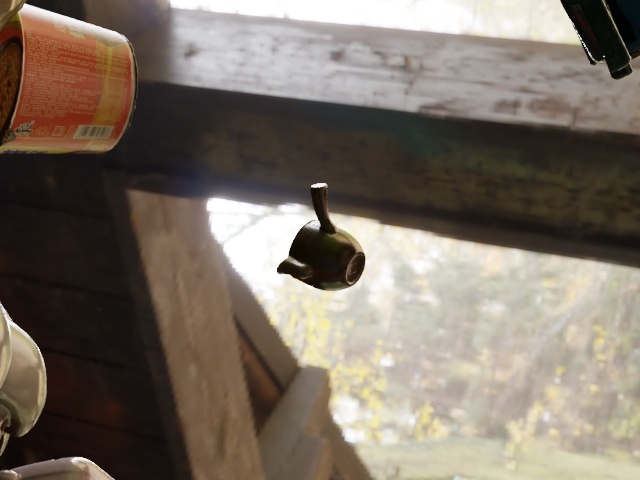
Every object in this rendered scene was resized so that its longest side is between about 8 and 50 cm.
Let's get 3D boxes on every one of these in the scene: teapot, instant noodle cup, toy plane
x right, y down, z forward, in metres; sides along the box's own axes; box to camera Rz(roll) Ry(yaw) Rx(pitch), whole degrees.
[{"bbox_3d":[0.000,0.000,1.270,0.085,0.080,0.110,-30,-47,-48],"label":"teapot"},{"bbox_3d":[-0.347,-0.199,1.613,0.174,0.213,0.213,6,-86,-36],"label":"instant noodle cup"},{"bbox_3d":[0.120,-0.171,0.634,0.096,0.060,0.235,17,-131,-54],"label":"toy plane"}]

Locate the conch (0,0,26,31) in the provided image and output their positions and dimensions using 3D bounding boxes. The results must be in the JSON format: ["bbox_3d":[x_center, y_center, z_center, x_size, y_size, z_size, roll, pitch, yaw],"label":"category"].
[{"bbox_3d":[-0.450,-0.259,1.344,0.186,0.263,0.324,44,-122,-51],"label":"conch"}]

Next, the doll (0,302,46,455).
[{"bbox_3d":[-0.325,0.109,0.934,0.370,0.226,0.215,74,-151,-81],"label":"doll"}]

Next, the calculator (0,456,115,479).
[{"bbox_3d":[-0.154,0.188,0.807,0.175,0.100,0.032,53,-154,-45],"label":"calculator"}]
